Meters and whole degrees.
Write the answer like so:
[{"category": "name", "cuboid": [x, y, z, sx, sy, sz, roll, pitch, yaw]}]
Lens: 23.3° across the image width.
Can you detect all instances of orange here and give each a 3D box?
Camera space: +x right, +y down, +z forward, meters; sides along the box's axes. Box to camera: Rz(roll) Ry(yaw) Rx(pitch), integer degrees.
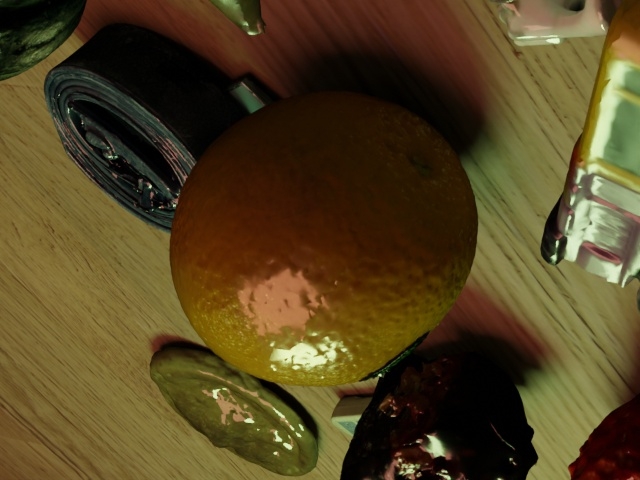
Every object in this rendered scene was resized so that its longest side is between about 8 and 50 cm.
[{"category": "orange", "cuboid": [0.000, 0.000, 1.137, 0.236, 0.236, 0.236, 26, 155, 13]}]

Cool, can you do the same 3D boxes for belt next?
[{"category": "belt", "cuboid": [-0.144, -0.089, 1.271, 0.190, 0.082, 0.141, 40, 145, 5]}]

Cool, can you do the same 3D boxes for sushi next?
[{"category": "sushi", "cuboid": [0.115, 0.178, 1.394, 0.150, 0.172, 0.153, -32, 90, 40]}]

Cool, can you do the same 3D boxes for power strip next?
[{"category": "power strip", "cuboid": [0.070, 0.184, 1.620, 0.047, 0.030, 0.191, 41, 154, -20]}]

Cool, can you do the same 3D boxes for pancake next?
[{"category": "pancake", "cuboid": [-0.101, 0.211, 1.846, 0.242, 0.050, 0.242, 25, 155, 13]}]

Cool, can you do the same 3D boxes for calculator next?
[{"category": "calculator", "cuboid": [-0.083, -0.096, 1.294, 0.057, 0.018, 0.172, 40, 155, -17]}]

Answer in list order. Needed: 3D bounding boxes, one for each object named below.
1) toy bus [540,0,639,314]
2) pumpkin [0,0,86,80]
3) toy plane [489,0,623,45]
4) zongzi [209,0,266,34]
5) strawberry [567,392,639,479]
[{"category": "toy bus", "cuboid": [0.350, -0.021, 0.709, 0.440, 0.209, 0.249, 27, 153, 15]}, {"category": "pumpkin", "cuboid": [-0.271, -0.222, 1.064, 0.250, 0.216, 0.249, 24, 124, 41]}, {"category": "toy plane", "cuboid": [0.075, -0.213, 0.775, 0.267, 0.123, 0.266, 29, 141, 27]}, {"category": "zongzi", "cuboid": [-0.072, -0.242, 0.770, 0.274, 0.125, 0.251, 61, 164, -5]}, {"category": "strawberry", "cuboid": [0.281, 0.218, 1.262, 0.205, 0.205, 0.244, 34, 167, -4]}]
